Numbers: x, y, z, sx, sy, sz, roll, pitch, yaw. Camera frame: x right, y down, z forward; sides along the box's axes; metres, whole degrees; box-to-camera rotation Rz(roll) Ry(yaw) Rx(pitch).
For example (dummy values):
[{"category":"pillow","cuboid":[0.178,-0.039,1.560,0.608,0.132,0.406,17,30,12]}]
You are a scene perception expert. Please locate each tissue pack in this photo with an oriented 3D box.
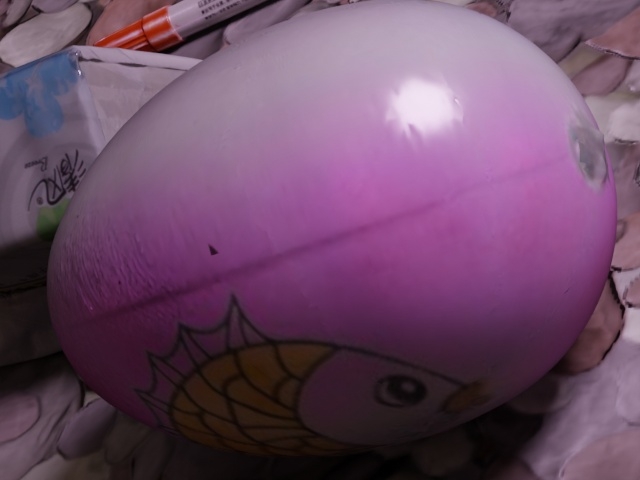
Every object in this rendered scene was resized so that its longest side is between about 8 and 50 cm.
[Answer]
[{"category":"tissue pack","cuboid":[-0.168,-0.007,0.966,0.229,0.145,0.159,-17,-6,26]}]

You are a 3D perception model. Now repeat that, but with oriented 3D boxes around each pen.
[{"category":"pen","cuboid":[-0.051,-0.170,1.155,0.239,0.028,0.028,-22,35,20]}]

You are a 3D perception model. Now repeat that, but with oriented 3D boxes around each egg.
[{"category":"egg","cuboid":[0.000,0.000,0.752,0.271,0.196,0.196,-17,36,46]}]
